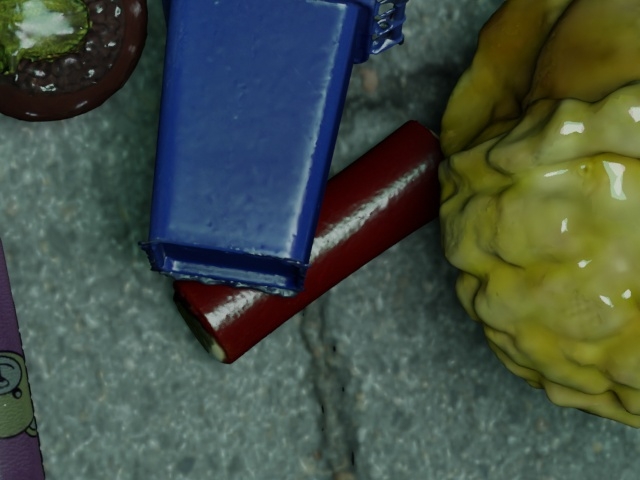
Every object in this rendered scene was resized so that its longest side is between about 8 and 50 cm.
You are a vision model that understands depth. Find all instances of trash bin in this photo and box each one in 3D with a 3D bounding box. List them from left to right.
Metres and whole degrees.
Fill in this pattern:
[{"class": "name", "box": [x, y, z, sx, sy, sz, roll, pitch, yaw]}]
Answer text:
[{"class": "trash bin", "box": [-0.040, -0.087, 1.342, 0.184, 0.162, 0.234, 8, 77, 2]}]

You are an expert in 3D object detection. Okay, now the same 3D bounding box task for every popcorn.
[{"class": "popcorn", "box": [0.264, -0.044, 1.352, 0.381, 0.349, 0.349, -24, 101, 31]}]

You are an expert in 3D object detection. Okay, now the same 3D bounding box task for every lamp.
[{"class": "lamp", "box": [-0.201, -0.162, 1.341, 0.156, 0.135, 0.157, 33, 82, -14]}]

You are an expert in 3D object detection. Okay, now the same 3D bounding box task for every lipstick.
[{"class": "lipstick", "box": [0.000, 0.000, 1.430, 0.241, 0.080, 0.080, -35, 100, -11]}]

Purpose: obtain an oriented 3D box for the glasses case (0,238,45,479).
[{"class": "glasses case", "box": [-0.273, 0.127, 1.364, 0.123, 0.076, 0.316, -11, 96, -12]}]
